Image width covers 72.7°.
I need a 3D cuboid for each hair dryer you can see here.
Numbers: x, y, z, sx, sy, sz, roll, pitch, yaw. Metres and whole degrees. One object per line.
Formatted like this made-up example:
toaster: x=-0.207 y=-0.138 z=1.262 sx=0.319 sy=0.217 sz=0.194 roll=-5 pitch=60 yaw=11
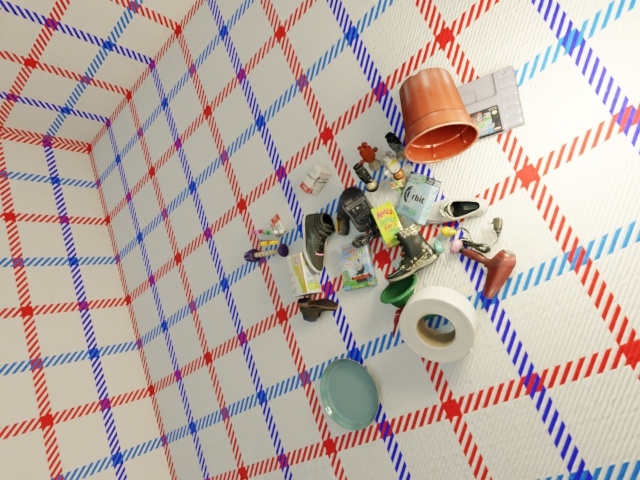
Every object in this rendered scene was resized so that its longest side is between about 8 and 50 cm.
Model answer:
hair dryer: x=0.622 y=0.072 z=1.633 sx=0.223 sy=0.080 sz=0.294 roll=-24 pitch=69 yaw=50

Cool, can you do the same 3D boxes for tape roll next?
tape roll: x=0.449 y=0.320 z=1.657 sx=0.286 sy=0.100 sz=0.286 roll=10 pitch=116 yaw=22

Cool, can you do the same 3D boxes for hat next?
hat: x=0.363 y=0.268 z=1.818 sx=0.208 sy=0.173 sz=0.184 roll=-24 pitch=109 yaw=45

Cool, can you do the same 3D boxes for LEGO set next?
LEGO set: x=-0.290 y=-0.010 z=2.259 sx=0.227 sy=0.093 sz=0.087 roll=-1 pitch=97 yaw=49

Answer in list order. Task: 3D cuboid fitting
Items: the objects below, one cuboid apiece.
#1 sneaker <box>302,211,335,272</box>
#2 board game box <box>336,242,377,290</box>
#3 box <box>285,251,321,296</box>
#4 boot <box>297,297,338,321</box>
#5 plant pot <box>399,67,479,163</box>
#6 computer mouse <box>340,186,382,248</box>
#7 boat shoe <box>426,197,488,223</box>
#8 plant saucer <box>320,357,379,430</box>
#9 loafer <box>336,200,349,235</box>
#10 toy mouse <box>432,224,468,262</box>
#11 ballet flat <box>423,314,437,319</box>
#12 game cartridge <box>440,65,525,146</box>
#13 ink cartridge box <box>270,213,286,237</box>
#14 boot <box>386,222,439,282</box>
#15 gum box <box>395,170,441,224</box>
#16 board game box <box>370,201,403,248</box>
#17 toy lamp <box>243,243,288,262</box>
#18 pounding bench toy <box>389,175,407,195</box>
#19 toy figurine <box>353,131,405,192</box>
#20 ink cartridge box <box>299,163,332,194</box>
sneaker: x=0.000 y=0.000 z=2.058 sx=0.146 sy=0.104 sz=0.296 roll=-19 pitch=73 yaw=40
board game box: x=0.164 y=0.112 z=1.976 sx=0.160 sy=0.039 sz=0.212 roll=-17 pitch=78 yaw=35
box: x=-0.083 y=0.164 z=2.113 sx=0.103 sy=0.114 sz=0.203 roll=-18 pitch=77 yaw=35
boot: x=-0.006 y=0.339 z=2.092 sx=0.219 sy=0.082 sz=0.106 roll=3 pitch=112 yaw=33
plant pot: x=0.417 y=-0.468 z=1.613 sx=0.272 sy=0.272 sz=0.265 roll=-22 pitch=67 yaw=34
computer mouse: x=0.180 y=-0.112 z=1.943 sx=0.188 sy=0.072 sz=0.272 roll=-28 pitch=76 yaw=9
boat shoe: x=0.507 y=-0.116 z=1.694 sx=0.267 sy=0.088 sz=0.096 roll=-2 pitch=88 yaw=37
plant saucer: x=0.136 y=0.695 z=1.982 sx=0.317 sy=0.043 sz=0.318 roll=-1 pitch=88 yaw=37
loafer: x=0.101 y=-0.108 z=2.014 sx=0.062 sy=0.061 sz=0.170 roll=-6 pitch=85 yaw=37
toy mouse: x=0.492 y=0.017 z=1.697 sx=0.161 sy=0.031 sz=0.143 roll=15 pitch=89 yaw=43
ballet flat: x=0.466 y=0.266 z=1.740 sx=0.232 sy=0.080 sz=0.073 roll=-19 pitch=50 yaw=32
game cartridge: x=0.577 y=-0.491 z=1.672 sx=0.355 sy=0.068 sz=0.230 roll=-13 pitch=77 yaw=36
ink cartridge box: x=-0.228 y=-0.079 z=2.278 sx=0.063 sy=0.029 sz=0.115 roll=-41 pitch=67 yaw=30
boot: x=0.343 y=0.052 z=1.786 sx=0.236 sy=0.085 sz=0.179 roll=-32 pitch=89 yaw=23
gum box: x=0.397 y=-0.175 z=1.773 sx=0.157 sy=0.041 sz=0.185 roll=38 pitch=113 yaw=57
board game box: x=0.291 y=-0.064 z=1.850 sx=0.092 sy=0.043 sz=0.181 roll=-23 pitch=79 yaw=5
toy lamp: x=-0.293 y=0.070 z=2.297 sx=0.274 sy=0.080 sz=0.080 roll=-9 pitch=84 yaw=34
pounding bench toy: x=0.332 y=-0.231 z=1.842 sx=0.052 sy=0.065 sz=0.083 roll=-17 pitch=79 yaw=35
toy figurine: x=0.257 y=-0.324 z=1.818 sx=0.209 sy=0.148 sz=0.213 roll=-17 pitch=42 yaw=31
ink cartridge box: x=-0.021 y=-0.291 z=2.086 sx=0.056 sy=0.099 sz=0.135 roll=50 pitch=117 yaw=27
